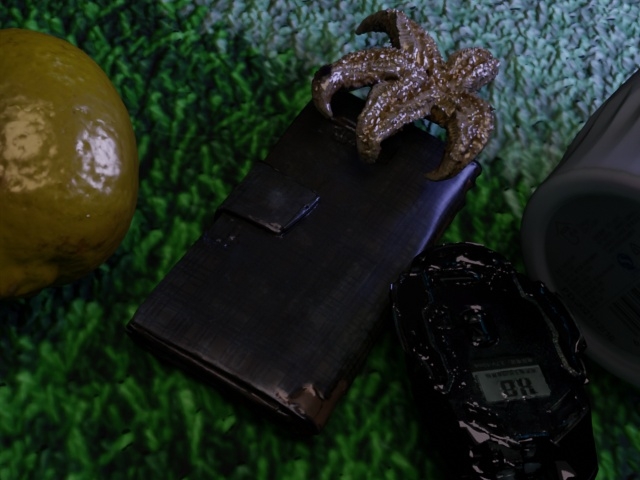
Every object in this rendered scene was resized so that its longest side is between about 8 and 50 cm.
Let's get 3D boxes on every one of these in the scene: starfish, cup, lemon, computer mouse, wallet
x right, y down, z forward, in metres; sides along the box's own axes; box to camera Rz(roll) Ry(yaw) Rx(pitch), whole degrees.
[{"bbox_3d":[0.087,-0.145,0.847,0.238,0.071,0.216,-16,58,-43],"label":"starfish"},{"bbox_3d":[0.352,-0.062,0.760,0.371,0.253,0.253,-36,70,-29],"label":"cup"},{"bbox_3d":[-0.217,-0.055,0.689,0.170,0.170,0.207,-10,66,-18],"label":"lemon"},{"bbox_3d":[0.126,0.098,0.701,0.147,0.077,0.241,-3,47,-11],"label":"computer mouse"},{"bbox_3d":[0.000,0.000,0.768,0.169,0.044,0.317,29,54,10],"label":"wallet"}]
